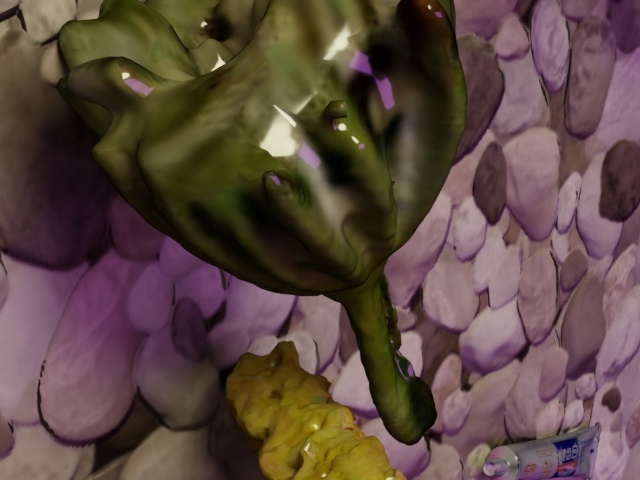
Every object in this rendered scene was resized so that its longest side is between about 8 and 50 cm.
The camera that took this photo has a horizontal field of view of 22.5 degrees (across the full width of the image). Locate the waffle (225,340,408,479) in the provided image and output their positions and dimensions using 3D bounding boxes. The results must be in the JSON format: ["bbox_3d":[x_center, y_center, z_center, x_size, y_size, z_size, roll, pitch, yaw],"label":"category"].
[{"bbox_3d":[0.033,0.158,0.854,0.057,0.219,0.229,-39,120,-4],"label":"waffle"}]

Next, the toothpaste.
[{"bbox_3d":[0.165,0.159,1.179,0.170,0.028,0.045,3,93,-55],"label":"toothpaste"}]

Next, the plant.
[{"bbox_3d":[0.033,-0.012,0.732,0.180,0.251,0.333,-33,118,11],"label":"plant"}]
